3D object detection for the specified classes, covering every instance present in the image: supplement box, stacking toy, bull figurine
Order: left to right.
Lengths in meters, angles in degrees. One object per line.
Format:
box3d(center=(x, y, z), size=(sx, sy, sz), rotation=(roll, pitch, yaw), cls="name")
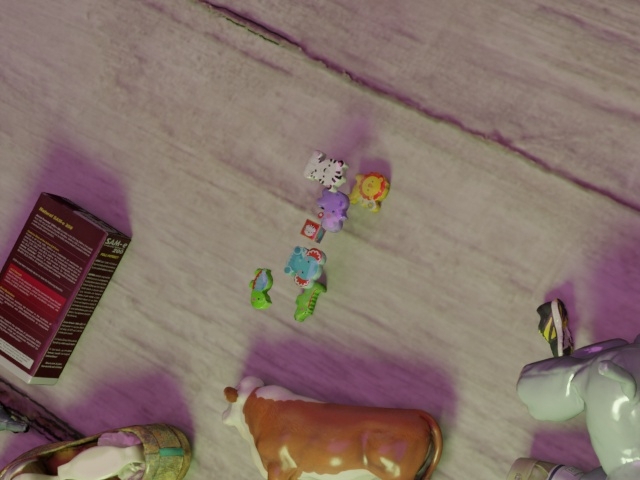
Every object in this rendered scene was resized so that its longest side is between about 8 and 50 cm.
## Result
box3d(center=(-0.382, 0.068, 1.948), size=(0.130, 0.073, 0.239), rotation=(31, 95, 23), cls="supplement box")
box3d(center=(0.000, 0.000, 1.747), size=(0.052, 0.167, 0.221), rotation=(27, 92, 24), cls="stacking toy")
box3d(center=(0.000, 0.273, 1.745), size=(0.310, 0.101, 0.188), rotation=(2, 87, 25), cls="bull figurine")

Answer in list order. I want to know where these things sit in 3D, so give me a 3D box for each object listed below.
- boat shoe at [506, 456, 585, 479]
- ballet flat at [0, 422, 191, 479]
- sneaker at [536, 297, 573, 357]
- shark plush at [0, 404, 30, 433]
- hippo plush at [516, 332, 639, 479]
box3d(center=(0.230, 0.403, 1.638), size=(0.094, 0.109, 0.302), rotation=(16, 78, 37), cls="boat shoe")
box3d(center=(-0.342, 0.323, 1.871), size=(0.348, 0.123, 0.123), rotation=(-19, 75, 19), cls="ballet flat")
box3d(center=(0.284, 0.114, 1.689), size=(0.035, 0.031, 0.083), rotation=(-14, 72, 34), cls="sneaker")
box3d(center=(-0.484, 0.258, 1.965), size=(0.161, 0.067, 0.073), rotation=(23, 91, 24), cls="shark plush")
box3d(center=(0.375, 0.223, 1.521), size=(0.234, 0.294, 0.236), rotation=(-14, 87, -16), cls="hippo plush")
